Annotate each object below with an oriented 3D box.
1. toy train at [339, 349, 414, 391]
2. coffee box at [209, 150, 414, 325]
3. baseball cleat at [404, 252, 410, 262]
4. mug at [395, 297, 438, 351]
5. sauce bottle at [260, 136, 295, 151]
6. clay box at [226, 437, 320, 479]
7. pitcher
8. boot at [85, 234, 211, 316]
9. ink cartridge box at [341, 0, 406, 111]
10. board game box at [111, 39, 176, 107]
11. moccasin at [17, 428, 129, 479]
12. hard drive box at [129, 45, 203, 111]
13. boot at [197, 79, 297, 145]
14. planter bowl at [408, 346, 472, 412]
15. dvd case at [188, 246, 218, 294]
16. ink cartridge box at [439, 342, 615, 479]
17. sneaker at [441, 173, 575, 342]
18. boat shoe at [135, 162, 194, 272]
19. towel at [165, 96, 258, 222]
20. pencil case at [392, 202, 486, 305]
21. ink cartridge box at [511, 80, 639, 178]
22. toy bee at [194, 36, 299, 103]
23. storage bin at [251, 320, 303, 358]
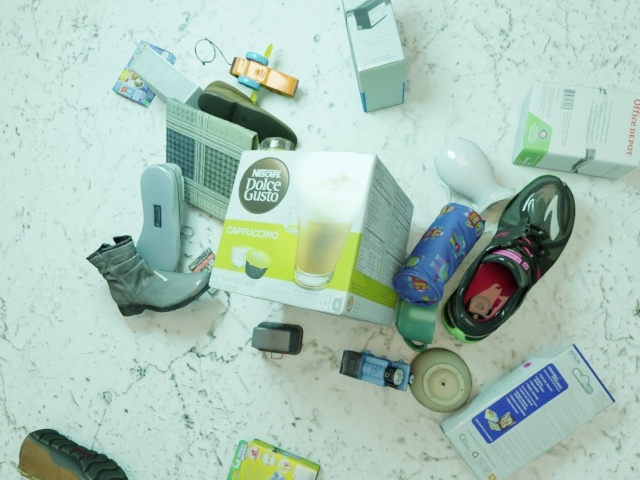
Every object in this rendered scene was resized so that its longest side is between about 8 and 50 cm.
[{"bbox_3d":[0.142,0.329,1.062,0.184,0.105,0.080,6,80,35],"label":"toy train"},{"bbox_3d":[0.000,0.000,1.010,0.338,0.338,0.334,8,80,28],"label":"coffee box"},{"bbox_3d":[0.179,0.101,1.144,0.206,0.072,0.109,-15,83,17],"label":"baseball cleat"},{"bbox_3d":[0.243,0.204,1.074,0.098,0.129,0.157,10,81,15],"label":"mug"},{"bbox_3d":[-0.138,-0.118,1.214,0.112,0.111,0.344,4,81,11],"label":"sauce bottle"},{"bbox_3d":[-0.125,0.614,1.097,0.222,0.053,0.127,17,82,14],"label":"clay box"},{"bbox_3d":[0.386,-0.156,1.134,0.178,0.125,0.207,-41,86,16],"label":"pitcher"},{"bbox_3d":[-0.479,0.084,1.155,0.339,0.118,0.222,-15,113,16],"label":"boot"},{"bbox_3d":[0.147,-0.565,1.193,0.129,0.223,0.307,-12,77,8],"label":"ink cartridge box"},{"bbox_3d":[-0.596,-0.564,1.419,0.136,0.035,0.201,27,85,14],"label":"board game box"},{"bbox_3d":[-0.675,0.657,1.140,0.380,0.139,0.146,17,83,13],"label":"moccasin"},{"bbox_3d":[-0.441,-0.457,1.297,0.232,0.181,0.089,40,87,14],"label":"hard drive box"},{"bbox_3d":[-0.198,-0.377,1.246,0.306,0.112,0.115,26,46,-17],"label":"boot"},{"bbox_3d":[0.302,0.352,1.046,0.162,0.109,0.161,-2,78,9],"label":"planter bowl"},{"bbox_3d":[-0.329,0.092,1.255,0.087,0.013,0.119,-44,74,0],"label":"dvd case"},{"bbox_3d":[0.489,0.413,1.002,0.371,0.069,0.175,-36,92,3],"label":"ink cartridge box"},{"bbox_3d":[0.482,0.049,1.025,0.185,0.202,0.482,31,86,13],"label":"sneaker"},{"bbox_3d":[-0.458,-0.054,1.249,0.136,0.156,0.366,9,110,7],"label":"boat shoe"},{"bbox_3d":[-0.315,-0.214,1.199,0.324,0.056,0.312,27,125,19],"label":"towel"},{"bbox_3d":[0.301,0.034,1.049,0.306,0.119,0.133,-47,114,-33],"label":"pencil case"},{"bbox_3d":[0.675,-0.289,1.103,0.273,0.115,0.198,13,82,12],"label":"ink cartridge box"},{"bbox_3d":[-0.212,-0.530,1.298,0.298,0.162,0.195,41,94,-14],"label":"toy bee"},{"bbox_3d":[-0.125,0.274,1.144,0.135,0.091,0.098,4,80,11],"label":"storage bin"}]
